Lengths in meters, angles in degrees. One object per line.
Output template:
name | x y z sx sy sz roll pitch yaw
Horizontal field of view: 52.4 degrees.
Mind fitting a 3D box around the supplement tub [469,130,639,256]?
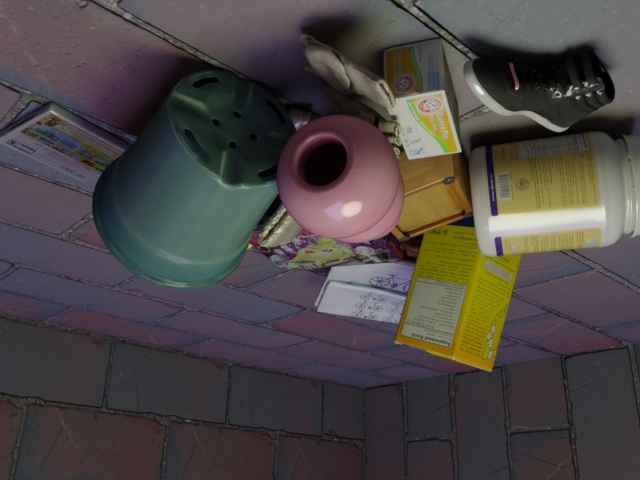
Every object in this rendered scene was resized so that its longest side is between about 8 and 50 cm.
supplement tub | 0.487 -0.097 1.349 0.331 0.241 0.241 -5 156 16

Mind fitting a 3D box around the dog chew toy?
dog chew toy | 0.057 -0.089 1.159 0.207 0.206 0.332 -7 165 19

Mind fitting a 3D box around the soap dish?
soap dish | 0.212 -0.109 1.418 0.229 0.118 0.291 -21 156 17

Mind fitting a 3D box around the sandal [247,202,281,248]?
sandal | -0.186 -0.037 1.702 0.317 0.126 0.138 -7 153 -1

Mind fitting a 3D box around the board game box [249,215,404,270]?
board game box | 0.000 0.000 1.554 0.347 0.056 0.208 -6 144 33

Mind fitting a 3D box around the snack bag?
snack bag | 0.170 0.148 1.976 0.323 0.037 0.342 11 143 -8

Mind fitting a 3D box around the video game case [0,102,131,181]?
video game case | -0.550 -0.208 1.427 0.206 0.026 0.227 -15 151 34

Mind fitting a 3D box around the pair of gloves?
pair of gloves | 0.053 -0.245 1.121 0.204 0.042 0.240 40 174 26

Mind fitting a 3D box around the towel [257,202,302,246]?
towel | -0.021 -0.100 1.359 0.049 0.282 0.187 41 -172 8

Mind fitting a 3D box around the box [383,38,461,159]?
box | 0.186 -0.248 1.172 0.103 0.114 0.203 -7 154 18

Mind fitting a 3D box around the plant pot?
plant pot | -0.227 -0.127 1.255 0.341 0.341 0.334 14 146 -26

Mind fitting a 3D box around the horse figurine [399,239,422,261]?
horse figurine | 0.317 0.038 1.897 0.263 0.066 0.174 8 160 -1

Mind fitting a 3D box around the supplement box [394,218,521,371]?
supplement box | 0.365 0.134 1.699 0.195 0.356 0.194 24 169 -42

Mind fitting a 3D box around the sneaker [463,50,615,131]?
sneaker | 0.385 -0.279 1.113 0.296 0.104 0.147 10 154 -33

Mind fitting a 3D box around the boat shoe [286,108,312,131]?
boat shoe | -0.027 -0.209 1.342 0.059 0.063 0.170 2 157 14
